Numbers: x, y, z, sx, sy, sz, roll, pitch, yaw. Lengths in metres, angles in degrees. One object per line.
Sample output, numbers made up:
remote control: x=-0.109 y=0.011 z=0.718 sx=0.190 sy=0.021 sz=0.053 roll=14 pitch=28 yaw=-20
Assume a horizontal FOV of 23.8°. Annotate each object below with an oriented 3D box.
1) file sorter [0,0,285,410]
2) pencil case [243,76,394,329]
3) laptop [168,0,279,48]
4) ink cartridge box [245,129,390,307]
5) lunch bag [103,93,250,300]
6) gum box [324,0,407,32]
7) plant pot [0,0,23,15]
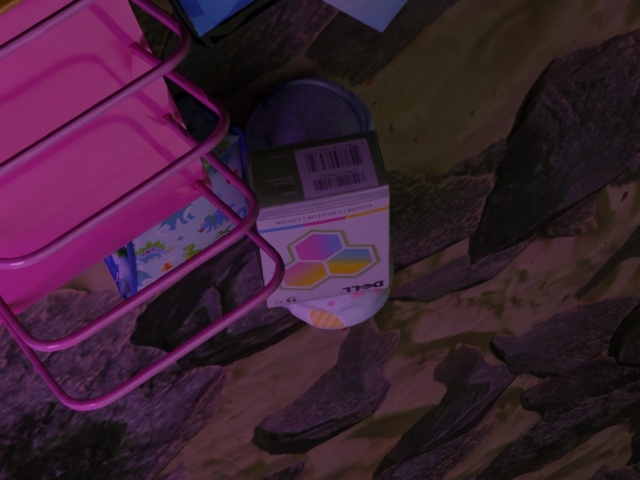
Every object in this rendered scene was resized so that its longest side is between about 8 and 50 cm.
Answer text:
file sorter: x=-0.171 y=-0.060 z=1.025 sx=0.202 sy=0.182 sz=0.291 roll=-34 pitch=130 yaw=-14
pencil case: x=0.002 y=-0.026 z=1.401 sx=0.124 sy=0.113 sz=0.273 roll=-41 pitch=151 yaw=-16
laptop: x=-0.026 y=-0.277 z=1.018 sx=0.234 sy=0.136 sz=0.264 roll=-36 pitch=175 yaw=-9
ink cartridge box: x=0.000 y=0.000 z=1.282 sx=0.109 sy=0.062 sz=0.209 roll=-10 pitch=147 yaw=-5
lunch bag: x=-0.125 y=-0.029 z=1.274 sx=0.129 sy=0.096 sz=0.151 roll=-30 pitch=138 yaw=-19
gum box: x=0.039 y=-0.262 z=1.218 sx=0.157 sy=0.041 sz=0.184 roll=-51 pitch=147 yaw=14
plant pot: x=-0.266 y=-0.221 z=0.782 sx=0.212 sy=0.187 sz=0.212 roll=-35 pitch=149 yaw=-8
